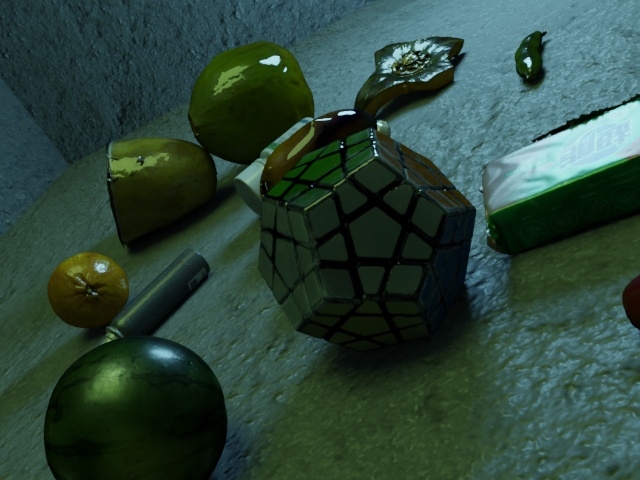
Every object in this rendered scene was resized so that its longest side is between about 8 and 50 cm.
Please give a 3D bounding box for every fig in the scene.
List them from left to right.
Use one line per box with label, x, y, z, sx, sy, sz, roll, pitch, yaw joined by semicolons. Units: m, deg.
fig;-0.196;-0.359;1.942;0.343;0.343;0.343;-27;25;13

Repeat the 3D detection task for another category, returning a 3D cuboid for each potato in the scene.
potato;-0.434;-0.142;2.032;0.296;0.290;0.397;-6;-18;-7

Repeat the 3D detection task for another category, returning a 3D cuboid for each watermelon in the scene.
watermelon;-0.247;0.247;0.978;0.242;0.242;0.242;-27;25;13

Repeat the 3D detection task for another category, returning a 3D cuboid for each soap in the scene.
soap;0.371;-0.089;1.045;0.273;0.098;0.218;-23;32;26

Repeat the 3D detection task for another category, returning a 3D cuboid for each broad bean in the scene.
broad bean;0.462;-0.409;1.598;0.065;0.046;0.254;-5;33;24

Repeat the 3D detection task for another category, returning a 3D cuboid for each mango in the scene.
mango;-0.003;-0.170;1.543;0.287;0.201;0.152;-47;50;-5

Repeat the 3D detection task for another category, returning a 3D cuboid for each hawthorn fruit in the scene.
hawthorn fruit;0.370;0.067;0.788;0.081;0.081;0.093;-50;0;-33

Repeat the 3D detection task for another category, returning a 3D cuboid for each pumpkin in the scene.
pumpkin;0.227;-0.428;1.861;0.258;0.095;0.290;-5;43;25

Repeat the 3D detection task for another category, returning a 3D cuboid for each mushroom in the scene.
mushroom;0.131;-0.229;1.631;0.083;0.067;0.083;-168;90;-74

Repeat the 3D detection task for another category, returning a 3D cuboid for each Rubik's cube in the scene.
Rubik's cube;0.065;0.002;1.036;0.264;0.319;0.319;18;50;27

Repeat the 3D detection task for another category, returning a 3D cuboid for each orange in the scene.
orange;-0.528;0.115;1.646;0.177;0.177;0.155;-29;7;9

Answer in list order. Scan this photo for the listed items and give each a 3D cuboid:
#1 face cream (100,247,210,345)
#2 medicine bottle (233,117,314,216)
face cream;-0.350;0.132;1.526;0.073;0.073;0.283;-1;39;49
medicine bottle;-0.078;-0.169;1.685;0.237;0.139;0.139;-40;25;-20
